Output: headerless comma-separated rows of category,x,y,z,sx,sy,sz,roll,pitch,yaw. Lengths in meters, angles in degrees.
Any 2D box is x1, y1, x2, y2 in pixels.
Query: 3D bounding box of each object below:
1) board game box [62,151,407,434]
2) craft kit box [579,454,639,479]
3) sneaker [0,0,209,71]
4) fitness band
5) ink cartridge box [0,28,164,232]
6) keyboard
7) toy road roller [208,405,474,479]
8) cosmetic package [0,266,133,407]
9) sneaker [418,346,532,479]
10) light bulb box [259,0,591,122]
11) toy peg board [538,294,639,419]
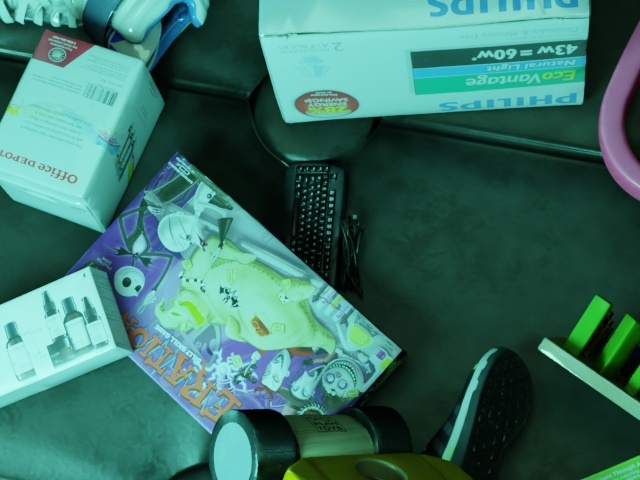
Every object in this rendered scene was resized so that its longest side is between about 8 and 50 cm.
board game box,-0.100,0.087,1.938,0.347,0.056,0.208,41,91,17
craft kit box,0.289,0.361,1.761,0.250,0.061,0.247,-26,71,19
sneaker,-0.289,-0.277,2.053,0.322,0.130,0.236,-22,66,-7
fitness band,0.430,-0.164,1.971,0.209,0.054,0.291,23,74,14
ink cartridge box,-0.276,-0.121,1.999,0.128,0.127,0.176,20,74,12
keyboard,0.000,0.000,1.973,0.100,0.038,0.192,2,72,7
toy road roller,0.025,0.315,1.723,0.329,0.202,0.241,35,116,50
cosmetic package,-0.333,0.119,1.931,0.239,0.060,0.099,-23,74,10
sneaker,0.142,0.209,1.857,0.097,0.084,0.235,-10,41,45
light bulb box,0.115,-0.347,1.981,0.357,0.225,0.361,-3,70,5
toy peg board,0.324,0.124,1.816,0.161,0.160,0.079,36,98,16
